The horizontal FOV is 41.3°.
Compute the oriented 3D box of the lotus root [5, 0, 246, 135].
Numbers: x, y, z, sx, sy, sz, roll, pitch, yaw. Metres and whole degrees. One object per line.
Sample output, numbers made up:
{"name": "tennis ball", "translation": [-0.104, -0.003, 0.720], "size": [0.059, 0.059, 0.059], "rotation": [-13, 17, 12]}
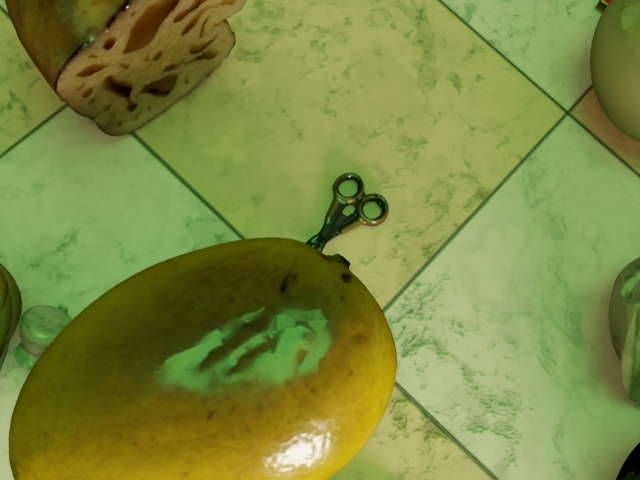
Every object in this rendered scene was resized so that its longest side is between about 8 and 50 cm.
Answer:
{"name": "lotus root", "translation": [-0.232, -0.312, 1.062], "size": [0.316, 0.316, 0.250], "rotation": [-29, 71, -19]}

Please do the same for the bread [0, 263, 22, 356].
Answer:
{"name": "bread", "translation": [-0.439, 0.103, 0.892], "size": [0.158, 0.156, 0.260], "rotation": [44, 69, 7]}

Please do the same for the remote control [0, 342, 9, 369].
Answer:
{"name": "remote control", "translation": [-0.540, 0.094, 0.987], "size": [0.343, 0.050, 0.145], "rotation": [11, 69, -6]}

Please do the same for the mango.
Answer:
{"name": "mango", "translation": [-0.129, 0.166, 0.957], "size": [0.444, 0.220, 0.302], "rotation": [-24, 82, -8]}

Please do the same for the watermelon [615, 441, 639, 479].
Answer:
{"name": "watermelon", "translation": [0.474, 0.332, 0.986], "size": [0.268, 0.269, 0.269], "rotation": [3, 70, -9]}

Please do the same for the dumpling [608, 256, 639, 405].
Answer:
{"name": "dumpling", "translation": [0.494, 0.118, 1.124], "size": [0.243, 0.175, 0.227], "rotation": [-10, 102, 0]}

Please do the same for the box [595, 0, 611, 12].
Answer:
{"name": "box", "translation": [0.518, -0.372, 1.365], "size": [0.133, 0.023, 0.090], "rotation": [36, 66, 3]}

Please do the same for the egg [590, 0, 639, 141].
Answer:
{"name": "egg", "translation": [0.499, -0.263, 1.217], "size": [0.218, 0.219, 0.270], "rotation": [4, 69, -9]}

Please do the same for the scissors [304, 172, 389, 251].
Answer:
{"name": "scissors", "translation": [0.000, 0.000, 1.139], "size": [0.088, 0.017, 0.220], "rotation": [42, 69, 6]}

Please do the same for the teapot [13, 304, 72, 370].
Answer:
{"name": "teapot", "translation": [-0.327, 0.113, 1.010], "size": [0.064, 0.064, 0.083], "rotation": [28, 25, -5]}
